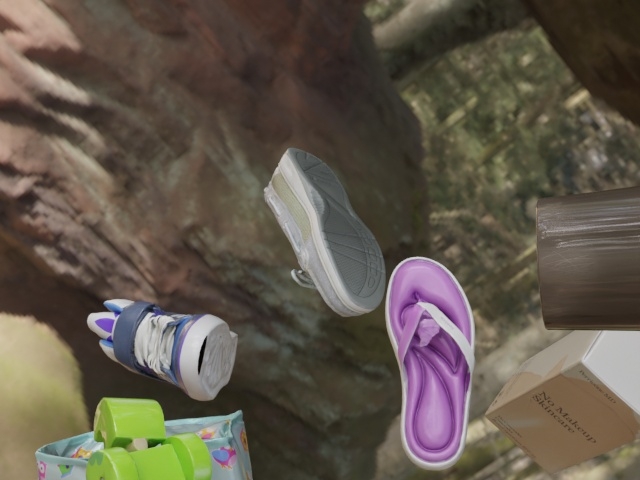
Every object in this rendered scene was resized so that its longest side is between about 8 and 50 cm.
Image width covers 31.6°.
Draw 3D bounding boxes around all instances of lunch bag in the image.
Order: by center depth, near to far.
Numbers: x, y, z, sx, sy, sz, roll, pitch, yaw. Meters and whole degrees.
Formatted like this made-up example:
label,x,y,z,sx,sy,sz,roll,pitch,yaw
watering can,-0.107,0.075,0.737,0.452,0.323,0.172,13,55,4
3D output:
label,x,y,z,sx,sy,sz,roll,pitch,yaw
lunch bag,-0.210,0.340,1.377,0.160,0.262,0.223,-83,164,-82

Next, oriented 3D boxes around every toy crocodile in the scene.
label,x,y,z,sx,sy,sz,roll,pitch,yaw
toy crocodile,-0.149,0.300,1.115,0.115,0.105,0.341,-6,57,-41

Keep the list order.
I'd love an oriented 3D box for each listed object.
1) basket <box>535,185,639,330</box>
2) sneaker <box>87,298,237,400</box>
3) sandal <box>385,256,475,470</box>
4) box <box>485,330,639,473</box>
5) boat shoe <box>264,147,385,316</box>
label,x,y,z,sx,sy,sz,roll,pitch,yaw
basket,0.321,0.016,1.058,0.204,0.226,0.154,13,73,-75
sneaker,-0.264,0.162,1.762,0.236,0.130,0.323,12,-5,5
sandal,0.217,0.218,2.131,0.102,0.169,0.416,80,4,-69
box,0.379,0.218,1.617,0.148,0.121,0.311,41,-27,4
boat shoe,-0.002,-0.001,1.609,0.118,0.103,0.320,17,33,-38
